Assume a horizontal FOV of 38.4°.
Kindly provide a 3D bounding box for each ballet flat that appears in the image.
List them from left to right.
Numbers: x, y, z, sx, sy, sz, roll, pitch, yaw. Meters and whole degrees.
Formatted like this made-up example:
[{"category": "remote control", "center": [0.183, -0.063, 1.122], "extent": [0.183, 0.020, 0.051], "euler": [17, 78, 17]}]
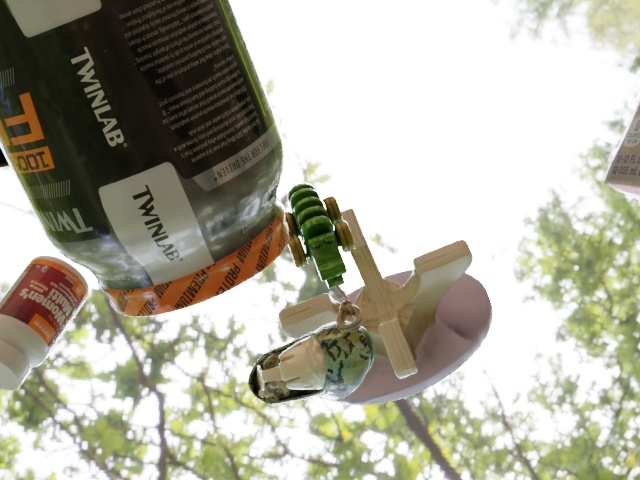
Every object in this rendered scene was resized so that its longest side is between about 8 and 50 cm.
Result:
[{"category": "ballet flat", "center": [-0.017, 0.118, 0.833], "extent": [0.070, 0.188, 0.070], "euler": [8, -112, -21]}]

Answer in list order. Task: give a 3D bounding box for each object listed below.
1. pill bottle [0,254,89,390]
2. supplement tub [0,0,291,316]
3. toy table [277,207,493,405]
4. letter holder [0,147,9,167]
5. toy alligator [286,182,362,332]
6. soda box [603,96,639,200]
[{"category": "pill bottle", "center": [-0.501, 0.140, 1.578], "extent": [0.121, 0.121, 0.221], "euler": [19, -130, 7]}, {"category": "supplement tub", "center": [-0.145, -0.116, 0.662], "extent": [0.194, 0.315, 0.193], "euler": [-19, -161, 7]}, {"category": "toy table", "center": [0.083, 0.097, 1.197], "extent": [0.274, 0.161, 0.252], "euler": [-32, -127, -2]}, {"category": "letter holder", "center": [-0.355, -0.174, 1.139], "extent": [0.302, 0.152, 0.214], "euler": [-15, -132, 6]}, {"category": "toy alligator", "center": [0.000, 0.000, 0.815], "extent": [0.056, 0.051, 0.189], "euler": [-19, -138, -3]}, {"category": "soda box", "center": [0.200, -0.031, 0.254], "extent": [0.084, 0.092, 0.263], "euler": [24, 179, -18]}]
